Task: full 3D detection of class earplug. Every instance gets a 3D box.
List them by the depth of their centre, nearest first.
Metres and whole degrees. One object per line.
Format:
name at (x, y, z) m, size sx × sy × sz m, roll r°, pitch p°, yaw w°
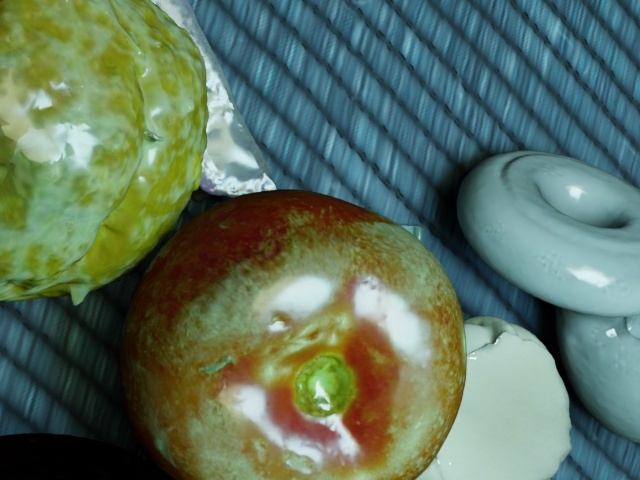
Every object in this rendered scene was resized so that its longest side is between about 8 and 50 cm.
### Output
earplug at (0.256, 0.046, 1.208) m, size 0.325 × 0.175 × 0.214 m, roll 45°, pitch 28°, yaw -14°

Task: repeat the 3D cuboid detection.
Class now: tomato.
tomato at (-0.028, 0.088, 1.047) m, size 0.270 × 0.223 × 0.270 m, roll -3°, pitch 100°, yaw -18°

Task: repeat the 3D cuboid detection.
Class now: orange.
orange at (-0.257, -0.080, 0.946) m, size 0.369 × 0.210 × 0.270 m, roll 15°, pitch 106°, yaw -18°

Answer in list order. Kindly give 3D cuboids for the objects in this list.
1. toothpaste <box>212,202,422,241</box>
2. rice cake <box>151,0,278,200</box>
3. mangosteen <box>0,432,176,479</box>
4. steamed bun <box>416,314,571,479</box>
toothpaste at (0.000, 0.000, 1.167) m, size 0.205 × 0.036 × 0.056 m, roll 9°, pitch 83°, yaw -28°
rice cake at (-0.154, -0.201, 1.085) m, size 0.070 × 0.064 × 0.399 m, roll -29°, pitch 101°, yaw -12°
mangosteen at (-0.239, 0.324, 0.890) m, size 0.435 × 0.382 × 0.382 m, roll -8°, pitch 93°, yaw 4°
steamed bun at (0.135, 0.159, 1.185) m, size 0.183 × 0.106 × 0.182 m, roll -2°, pitch 95°, yaw -26°
